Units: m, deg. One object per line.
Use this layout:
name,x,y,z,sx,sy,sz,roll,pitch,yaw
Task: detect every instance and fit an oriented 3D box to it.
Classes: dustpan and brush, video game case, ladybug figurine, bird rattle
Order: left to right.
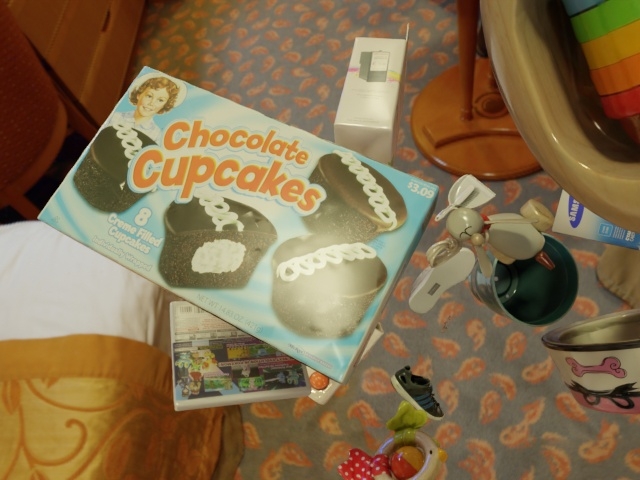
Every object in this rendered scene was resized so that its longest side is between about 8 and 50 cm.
video game case,-0.130,0.169,0.832,0.202,0.023,0.183,-1,47,-18
bird rattle,0.177,0.508,1.233,0.254,0.143,0.207,-32,20,-23
dustpan and brush,0.495,-0.137,1.890,0.211,0.060,0.147,-46,52,9
ladybug figurine,0.334,-0.222,0.544,0.162,0.448,0.305,-33,17,-30

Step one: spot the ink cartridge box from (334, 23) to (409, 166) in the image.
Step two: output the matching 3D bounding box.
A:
ink cartridge box,0.120,-0.304,1.183,0.119,0.207,0.353,7,56,10

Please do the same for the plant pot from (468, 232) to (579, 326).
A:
plant pot,0.589,0.117,1.623,0.272,0.255,0.271,1,86,-11

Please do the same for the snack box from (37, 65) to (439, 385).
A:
snack box,-0.078,-0.025,0.495,0.322,0.060,0.187,25,76,15

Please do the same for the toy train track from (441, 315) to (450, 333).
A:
toy train track,0.419,0.280,1.755,0.014,0.083,0.048,20,45,9

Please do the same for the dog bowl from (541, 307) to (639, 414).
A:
dog bowl,0.697,0.241,1.116,0.409,0.408,0.150,-14,84,5

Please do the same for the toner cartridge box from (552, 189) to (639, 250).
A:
toner cartridge box,0.598,-0.165,1.057,0.165,0.075,0.347,16,97,36

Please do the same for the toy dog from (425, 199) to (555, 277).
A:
toy dog,0.428,0.008,1.213,0.334,0.220,0.160,-14,53,-27

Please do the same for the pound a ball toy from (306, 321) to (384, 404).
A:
pound a ball toy,0.000,0.313,1.491,0.208,0.135,0.319,37,100,-6

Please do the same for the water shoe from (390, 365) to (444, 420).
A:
water shoe,0.294,0.437,1.506,0.080,0.203,0.073,-47,15,15

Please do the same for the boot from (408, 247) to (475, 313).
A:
boot,0.348,0.093,1.550,0.095,0.258,0.123,35,30,-8
